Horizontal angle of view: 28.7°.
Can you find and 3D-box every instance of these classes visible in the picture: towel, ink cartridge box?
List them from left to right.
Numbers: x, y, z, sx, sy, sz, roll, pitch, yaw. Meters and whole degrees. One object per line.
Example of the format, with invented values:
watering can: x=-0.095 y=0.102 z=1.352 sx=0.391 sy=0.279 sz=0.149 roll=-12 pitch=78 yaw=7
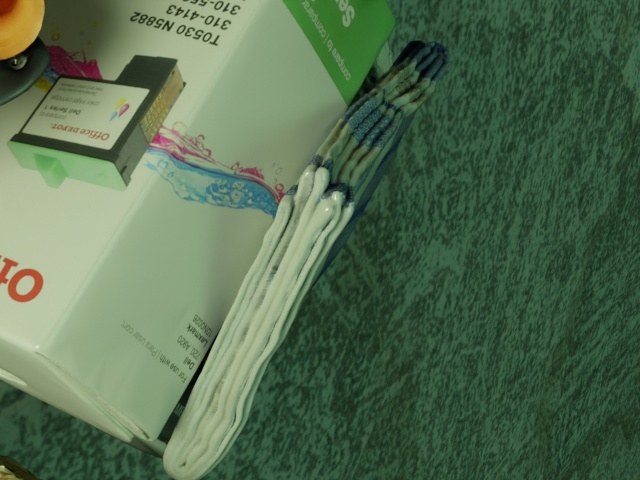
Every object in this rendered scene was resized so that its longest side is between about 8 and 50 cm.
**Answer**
ink cartridge box: x=-0.119 y=-0.061 z=0.677 sx=0.278 sy=0.201 sz=0.117 roll=-60 pitch=147 yaw=-17
towel: x=0.000 y=0.000 z=0.743 sx=0.209 sy=0.034 sz=0.285 roll=-63 pitch=176 yaw=28

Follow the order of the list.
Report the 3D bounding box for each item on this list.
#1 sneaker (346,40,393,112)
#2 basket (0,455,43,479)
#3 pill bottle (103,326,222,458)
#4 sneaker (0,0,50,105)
sneaker: x=0.003 y=-0.206 z=0.887 sx=0.129 sy=0.111 sz=0.297 roll=-60 pitch=148 yaw=-27
basket: x=-0.177 y=0.233 z=0.652 sx=0.213 sy=0.299 sz=0.223 roll=-60 pitch=149 yaw=-14
pill bottle: x=-0.092 y=0.008 z=0.825 sx=0.245 sy=0.130 sz=0.130 roll=-62 pitch=147 yaw=-16
sneaker: x=-0.169 y=-0.149 z=0.576 sx=0.321 sy=0.180 sz=0.124 roll=-57 pitch=146 yaw=-22
